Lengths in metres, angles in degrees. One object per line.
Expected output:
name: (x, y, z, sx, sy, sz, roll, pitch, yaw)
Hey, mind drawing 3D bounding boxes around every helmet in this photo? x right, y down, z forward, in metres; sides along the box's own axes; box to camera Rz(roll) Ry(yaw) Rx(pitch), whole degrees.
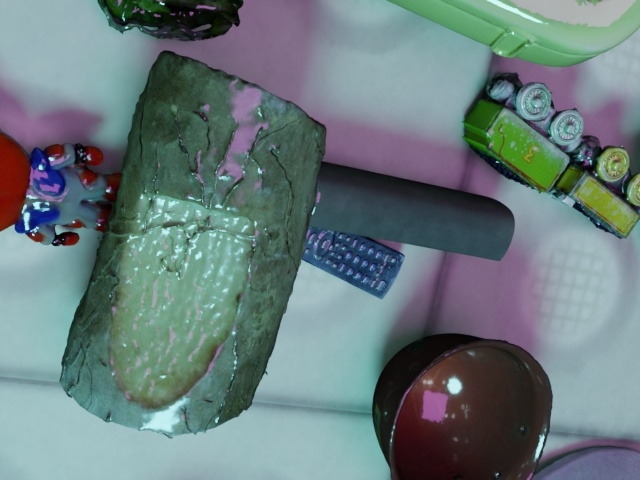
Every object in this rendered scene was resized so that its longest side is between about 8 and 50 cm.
helmet: (0.108, 0.150, 0.895, 0.155, 0.106, 0.175, -26, 112, -14)

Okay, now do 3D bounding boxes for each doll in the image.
doll: (-0.231, -0.041, 0.735, 0.195, 0.062, 0.104, 8, 127, -31)

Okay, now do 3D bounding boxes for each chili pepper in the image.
chili pepper: (-0.086, -0.242, 0.756, 0.108, 0.062, 0.216, 23, 91, -32)

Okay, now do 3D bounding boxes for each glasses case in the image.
glasses case: (0.066, -0.029, 0.858, 0.191, 0.072, 0.042, 10, 114, -25)

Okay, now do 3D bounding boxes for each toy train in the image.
toy train: (0.211, -0.069, 0.921, 0.202, 0.060, 0.081, 32, 94, -26)

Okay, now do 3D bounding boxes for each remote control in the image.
remote control: (0.001, 0.000, 0.862, 0.153, 0.027, 0.043, 27, 86, -27)

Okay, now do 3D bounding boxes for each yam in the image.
yam: (-0.084, 0.001, 0.752, 0.154, 0.154, 0.254, 11, 103, -25)

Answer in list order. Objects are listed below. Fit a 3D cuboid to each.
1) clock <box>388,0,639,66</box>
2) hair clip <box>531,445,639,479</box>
clock: (0.150, -0.326, 0.767, 0.286, 0.117, 0.348, 24, 88, -3)
hair clip: (0.207, 0.290, 0.991, 0.359, 0.110, 0.095, -24, 150, -21)
